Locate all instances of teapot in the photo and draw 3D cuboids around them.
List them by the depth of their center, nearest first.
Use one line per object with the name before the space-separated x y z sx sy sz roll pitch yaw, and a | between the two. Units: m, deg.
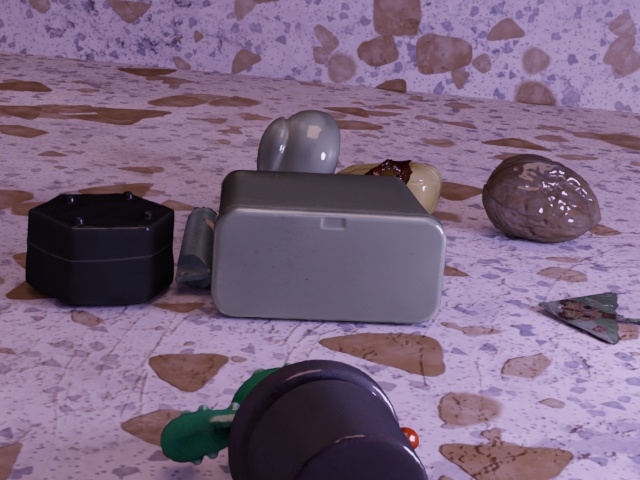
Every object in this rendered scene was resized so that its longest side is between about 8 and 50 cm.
teapot | -0.047 -0.136 2.443 0.149 0.220 0.318 14 16 -9

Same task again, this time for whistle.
whistle | -0.206 0.013 2.165 0.062 0.062 0.312 3 17 -3

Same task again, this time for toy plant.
toy plant | -0.022 0.217 1.374 0.279 0.185 0.400 -21 14 -10

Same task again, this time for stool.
stool | -0.344 0.009 2.008 0.232 0.141 0.232 3 18 -1

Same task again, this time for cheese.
cheese | 0.126 -0.101 2.527 0.226 0.117 0.214 2 11 8

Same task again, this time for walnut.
walnut | 0.424 -0.077 2.442 0.230 0.178 0.178 19 19 7

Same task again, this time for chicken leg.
chicken leg | 0.111 -0.069 2.356 0.105 0.234 0.063 26 -35 -23

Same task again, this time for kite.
kite | 0.473 0.124 2.050 0.250 0.012 0.229 7 21 7

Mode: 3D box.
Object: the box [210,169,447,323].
box | 0.000 0.000 2.081 0.352 0.177 0.344 2 14 -5
